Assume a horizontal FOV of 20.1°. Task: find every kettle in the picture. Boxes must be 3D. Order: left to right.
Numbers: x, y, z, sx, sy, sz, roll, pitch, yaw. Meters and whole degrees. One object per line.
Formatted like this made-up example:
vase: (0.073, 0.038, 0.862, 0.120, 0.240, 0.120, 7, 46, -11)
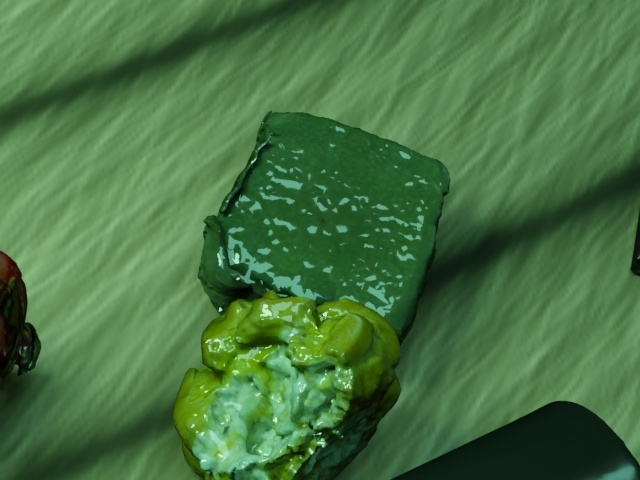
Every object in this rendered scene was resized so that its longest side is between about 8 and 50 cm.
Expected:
kettle: (0.134, 0.300, 1.530, 0.308, 0.203, 0.262, -20, 43, -23)

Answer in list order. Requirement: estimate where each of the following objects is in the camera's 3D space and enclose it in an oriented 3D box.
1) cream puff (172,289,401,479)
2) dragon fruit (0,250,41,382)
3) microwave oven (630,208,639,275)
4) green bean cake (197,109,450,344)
cream puff: (-0.036, 0.134, 1.625, 0.195, 0.195, 0.221, 43, 93, 17)
dragon fruit: (-0.376, 0.082, 1.552, 0.282, 0.211, 0.147, 27, 46, -25)
microwave oven: (0.470, -0.047, 1.895, 0.247, 0.178, 0.188, 19, 55, -1)
green bean cake: (0.000, 0.000, 1.770, 0.223, 0.125, 0.227, 22, 54, -1)
